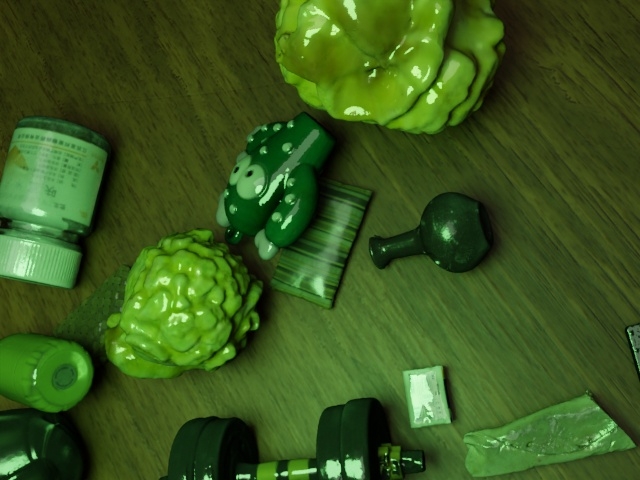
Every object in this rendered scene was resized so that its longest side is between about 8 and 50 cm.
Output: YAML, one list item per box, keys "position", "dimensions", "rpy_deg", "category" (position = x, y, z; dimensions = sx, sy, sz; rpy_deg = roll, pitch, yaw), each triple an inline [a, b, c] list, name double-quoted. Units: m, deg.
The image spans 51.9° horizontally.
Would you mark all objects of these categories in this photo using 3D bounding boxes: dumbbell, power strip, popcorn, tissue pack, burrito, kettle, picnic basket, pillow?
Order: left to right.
- position: [-0.519, 0.390, 0.978]
  dimensions: [0.324, 0.321, 0.228]
  rpy_deg: [-28, 106, 2]
  category: "kettle"
- position: [-0.363, 0.131, 1.116]
  dimensions: [0.193, 0.055, 0.110]
  rpy_deg: [-43, 70, 4]
  category: "picnic basket"
- position: [-0.201, 0.107, 0.996]
  dimensions: [0.212, 0.259, 0.259]
  rpy_deg: [20, 82, -16]
  category: "popcorn"
- position: [-0.048, 0.326, 0.918]
  dimensions: [0.388, 0.185, 0.185]
  rpy_deg: [-10, 75, 14]
  category: "dumbbell"
- position: [0.000, 0.000, 1.055]
  dimensions: [0.113, 0.038, 0.203]
  rpy_deg: [19, 84, 18]
  category: "pillow"
- position: [0.102, -0.332, 0.938]
  dimensions: [0.349, 0.349, 0.381]
  rpy_deg: [23, 121, 19]
  category: "popcorn"
- position: [0.156, 0.227, 0.957]
  dimensions: [0.062, 0.042, 0.083]
  rpy_deg: [-12, 75, 14]
  category: "tissue pack"
- position: [0.303, 0.268, 0.897]
  dimensions: [0.226, 0.060, 0.087]
  rpy_deg: [-18, 79, 10]
  category: "burrito"
- position: [0.449, 0.167, 0.897]
  dimensions: [0.038, 0.029, 0.111]
  rpy_deg: [-13, 77, 12]
  category: "power strip"

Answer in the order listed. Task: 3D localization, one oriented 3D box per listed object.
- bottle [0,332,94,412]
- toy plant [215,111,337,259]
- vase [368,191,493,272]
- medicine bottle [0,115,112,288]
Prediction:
- position: [-0.477, 0.206, 1.068]
  dimensions: [0.260, 0.112, 0.112]
  rpy_deg: [-1, 76, 42]
  category: "bottle"
- position: [-0.078, -0.091, 1.045]
  dimensions: [0.233, 0.112, 0.243]
  rpy_deg: [12, 76, 50]
  category: "toy plant"
- position: [0.159, -0.002, 0.980]
  dimensions: [0.183, 0.120, 0.120]
  rpy_deg: [-15, 73, 28]
  category: "vase"
- position: [-0.469, -0.062, 1.130]
  dimensions: [0.165, 0.165, 0.273]
  rpy_deg: [7, 78, 17]
  category: "medicine bottle"
